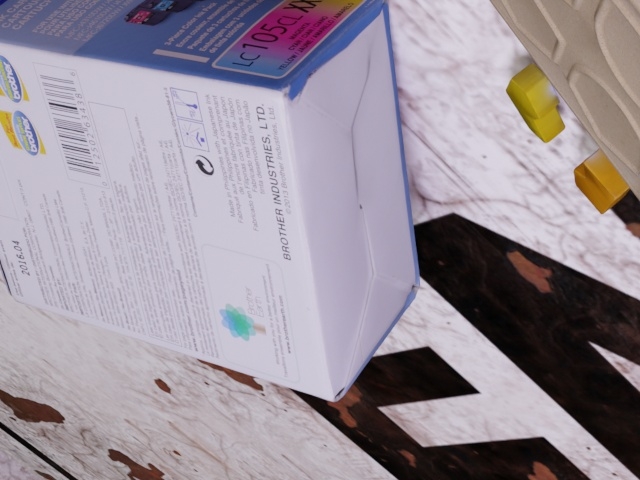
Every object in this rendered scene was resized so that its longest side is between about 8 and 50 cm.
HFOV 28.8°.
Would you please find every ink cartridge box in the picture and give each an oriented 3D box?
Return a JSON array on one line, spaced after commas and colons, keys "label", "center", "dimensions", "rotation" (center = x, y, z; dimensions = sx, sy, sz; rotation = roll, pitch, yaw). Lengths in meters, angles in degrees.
[{"label": "ink cartridge box", "center": [-0.137, -0.065, 0.977], "dimensions": [0.395, 0.151, 0.270], "rotation": [12, 129, 28]}]

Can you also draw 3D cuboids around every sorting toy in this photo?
[{"label": "sorting toy", "center": [0.152, -0.111, 0.722], "dimensions": [0.229, 0.041, 0.307], "rotation": [51, 178, 9]}]
